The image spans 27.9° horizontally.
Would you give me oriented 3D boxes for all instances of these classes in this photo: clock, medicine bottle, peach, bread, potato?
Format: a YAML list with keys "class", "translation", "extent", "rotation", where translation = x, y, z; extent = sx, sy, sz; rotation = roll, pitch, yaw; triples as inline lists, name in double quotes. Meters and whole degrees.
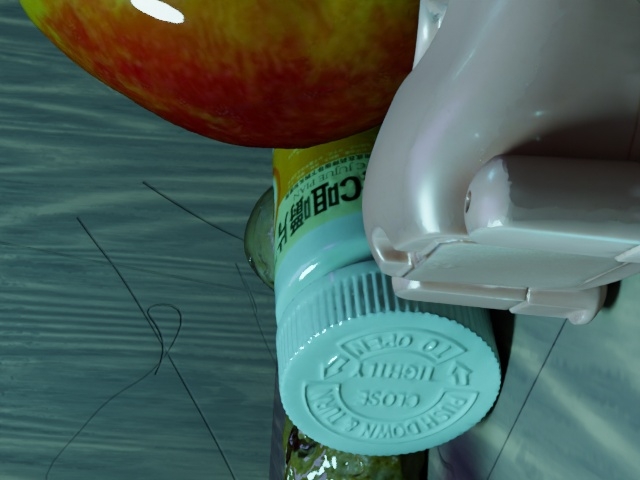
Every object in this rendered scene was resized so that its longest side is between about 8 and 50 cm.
- class: "clock"
  translation: [0.100, -0.094, 0.608]
  extent: [0.227, 0.142, 0.241]
  rotation: [126, 151, -78]
- class: "medicine bottle"
  translation: [0.041, -0.007, 0.992]
  extent: [0.318, 0.158, 0.158]
  rotation: [-93, 9, -47]
- class: "peach"
  translation: [-0.033, -0.242, 0.889]
  extent: [0.388, 0.388, 0.388]
  rotation: [-177, 90, -84]
- class: "bread"
  translation: [0.025, 0.208, 1.207]
  extent: [0.230, 0.123, 0.230]
  rotation: [-179, 90, -86]
- class: "potato"
  translation: [0.000, 0.000, 1.367]
  extent: [0.262, 0.165, 0.165]
  rotation: [90, -177, -80]
